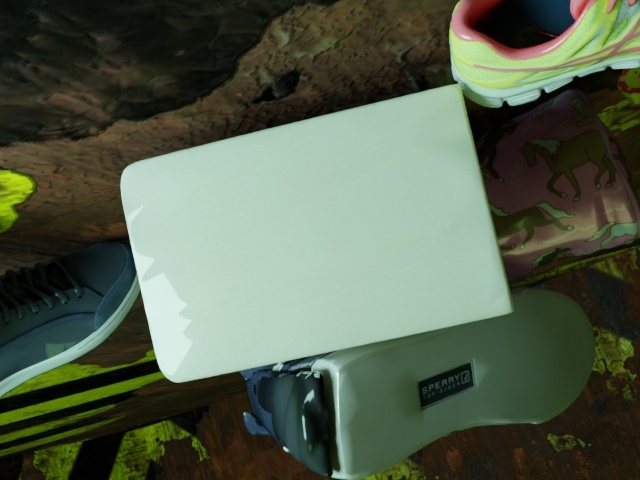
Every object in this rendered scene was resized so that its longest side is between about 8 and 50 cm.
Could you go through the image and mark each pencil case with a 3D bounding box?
[{"bbox_3d":[0.113,-0.004,0.674,0.386,0.160,0.167,-25,-163,20],"label":"pencil case"}]

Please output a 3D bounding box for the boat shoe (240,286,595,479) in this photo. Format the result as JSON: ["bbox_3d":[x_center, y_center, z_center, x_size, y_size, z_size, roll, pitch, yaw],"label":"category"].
[{"bbox_3d":[0.088,0.110,0.618,0.341,0.127,0.158,-4,-179,-35],"label":"boat shoe"}]

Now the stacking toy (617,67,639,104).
[{"bbox_3d":[0.373,-0.069,0.577,0.167,0.221,0.052,33,100,-37],"label":"stacking toy"}]

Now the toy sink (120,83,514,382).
[{"bbox_3d":[0.000,0.000,0.499,0.234,0.152,0.131,-14,177,5],"label":"toy sink"}]

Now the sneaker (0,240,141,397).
[{"bbox_3d":[-0.244,0.039,0.525,0.226,0.086,0.163,-38,151,-27],"label":"sneaker"}]

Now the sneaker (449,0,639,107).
[{"bbox_3d":[0.168,-0.141,0.384,0.209,0.081,0.094,-24,163,20],"label":"sneaker"}]
